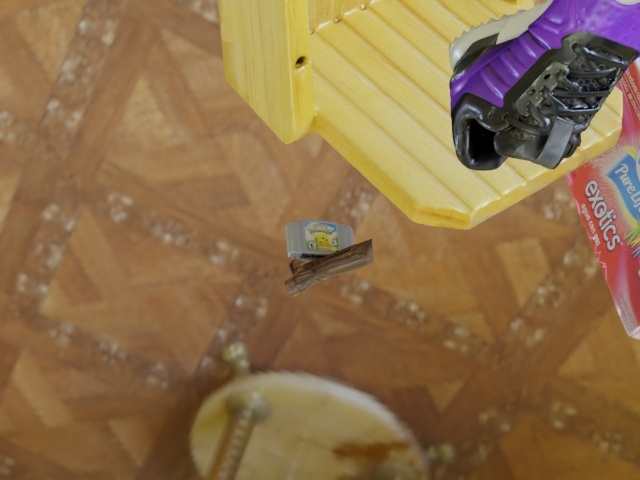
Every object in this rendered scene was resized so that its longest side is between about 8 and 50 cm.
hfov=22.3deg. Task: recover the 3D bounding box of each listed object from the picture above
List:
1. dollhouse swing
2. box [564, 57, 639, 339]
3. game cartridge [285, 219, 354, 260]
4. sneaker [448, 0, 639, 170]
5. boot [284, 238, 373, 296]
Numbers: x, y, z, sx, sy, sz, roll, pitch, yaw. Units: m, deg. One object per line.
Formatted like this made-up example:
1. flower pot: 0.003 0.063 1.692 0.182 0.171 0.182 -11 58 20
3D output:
1. dollhouse swing: 0.123 -0.241 1.626 0.305 0.347 0.315 34 140 40
2. box: 0.379 -0.032 1.725 0.154 0.300 0.142 20 129 -32
3. game cartridge: 0.000 0.000 1.952 0.083 0.056 0.017 4 135 -13
4. sneaker: 0.204 -0.132 1.335 0.102 0.146 0.293 21 155 -23
5. boot: 0.018 0.024 1.938 0.114 0.106 0.037 -27 104 13
